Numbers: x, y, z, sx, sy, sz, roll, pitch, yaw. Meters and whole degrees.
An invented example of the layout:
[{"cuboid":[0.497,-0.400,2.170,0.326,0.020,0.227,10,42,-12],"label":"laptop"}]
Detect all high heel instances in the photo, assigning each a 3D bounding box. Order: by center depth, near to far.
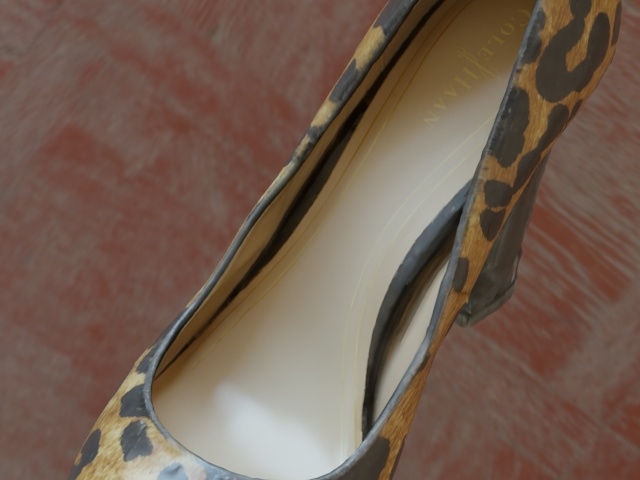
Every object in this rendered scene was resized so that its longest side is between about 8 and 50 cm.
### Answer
[{"cuboid":[0.000,0.000,0.576,0.093,0.261,0.186,29,136,20],"label":"high heel"}]
